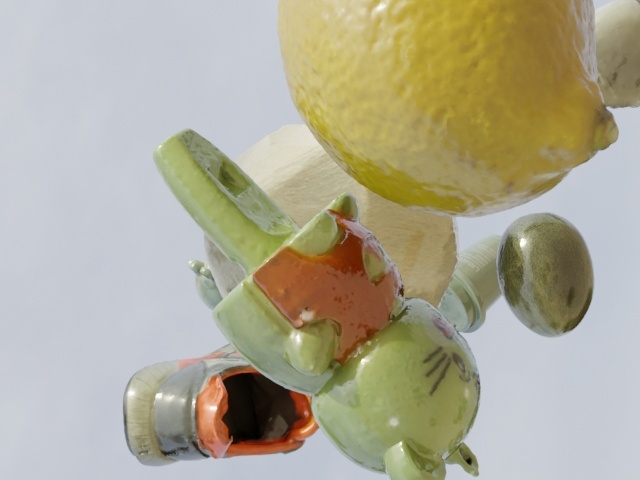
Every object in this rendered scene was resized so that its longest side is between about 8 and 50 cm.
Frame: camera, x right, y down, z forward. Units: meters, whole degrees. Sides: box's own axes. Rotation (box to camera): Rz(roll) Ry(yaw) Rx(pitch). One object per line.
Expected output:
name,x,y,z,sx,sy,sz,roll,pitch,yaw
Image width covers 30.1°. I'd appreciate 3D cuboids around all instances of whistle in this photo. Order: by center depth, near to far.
whistle,0.003,0.041,0.746,0.288,0.106,0.131,49,-154,-1
whistle,-0.101,0.074,1.686,0.101,0.106,0.253,61,-168,29

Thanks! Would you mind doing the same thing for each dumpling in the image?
dumpling,0.365,-0.224,1.441,0.188,0.108,0.127,-34,-96,-18

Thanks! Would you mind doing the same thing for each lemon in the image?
lemon,0.069,-0.111,0.678,0.187,0.244,0.187,-22,-42,-21

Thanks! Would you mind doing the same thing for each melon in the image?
melon,0.232,0.035,1.221,0.098,0.098,0.130,-7,-101,-44

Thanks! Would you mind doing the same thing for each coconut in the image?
coconut,0.000,0.000,1.212,0.266,0.237,0.237,2,-92,-34

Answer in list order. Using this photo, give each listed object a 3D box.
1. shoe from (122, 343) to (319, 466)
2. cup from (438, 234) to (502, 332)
shoe,-0.054,0.179,1.332,0.336,0.171,0.132,1,-93,-56
cup,0.222,0.056,1.738,0.141,0.120,0.120,-39,-65,-29
